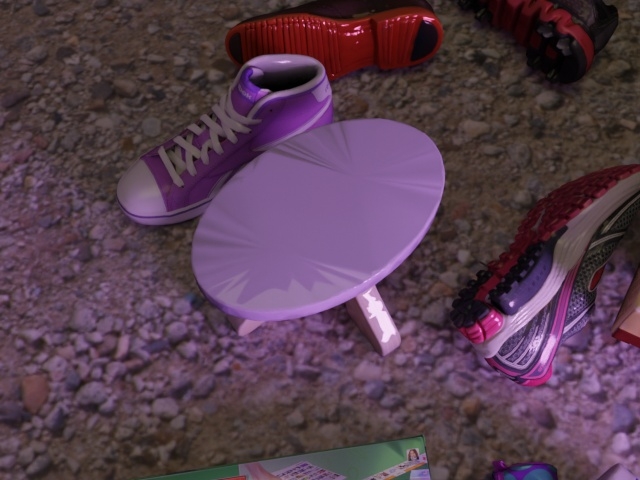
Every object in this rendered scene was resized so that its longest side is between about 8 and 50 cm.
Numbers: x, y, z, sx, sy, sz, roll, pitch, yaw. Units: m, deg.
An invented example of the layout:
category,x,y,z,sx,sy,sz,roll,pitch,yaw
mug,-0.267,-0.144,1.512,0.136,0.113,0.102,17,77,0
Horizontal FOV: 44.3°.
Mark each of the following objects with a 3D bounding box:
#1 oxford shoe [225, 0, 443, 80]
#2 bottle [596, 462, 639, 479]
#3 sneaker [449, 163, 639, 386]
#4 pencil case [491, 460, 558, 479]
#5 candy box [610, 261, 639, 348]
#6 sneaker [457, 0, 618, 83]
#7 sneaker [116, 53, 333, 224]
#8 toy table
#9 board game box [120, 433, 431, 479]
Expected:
category,x,y,z,sx,sy,sz,roll,pitch,yaw
oxford shoe,0.013,-0.267,1.007,0.272,0.096,0.098,-4,46,-5
bottle,0.360,0.331,0.714,0.118,0.092,0.283,-44,71,-8
sneaker,0.267,0.025,0.857,0.299,0.121,0.112,-44,101,-18
pencil case,0.198,0.292,0.751,0.070,0.064,0.151,13,63,-21
candy box,0.447,-0.008,0.799,0.183,0.087,0.316,26,68,13
sneaker,0.269,-0.328,1.014,0.135,0.097,0.276,-38,72,-14
sneaker,-0.117,-0.129,0.898,0.282,0.161,0.102,-30,70,-10
toy table,0.000,0.000,0.836,0.275,0.161,0.252,-22,67,-10
board game box,-0.037,0.318,0.755,0.318,0.046,0.213,-8,65,-2
